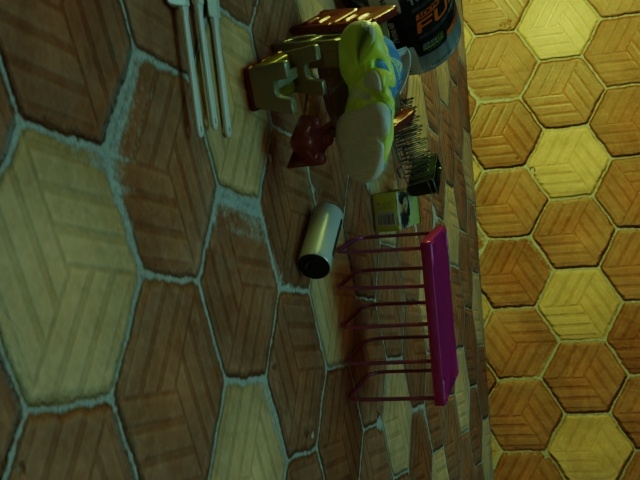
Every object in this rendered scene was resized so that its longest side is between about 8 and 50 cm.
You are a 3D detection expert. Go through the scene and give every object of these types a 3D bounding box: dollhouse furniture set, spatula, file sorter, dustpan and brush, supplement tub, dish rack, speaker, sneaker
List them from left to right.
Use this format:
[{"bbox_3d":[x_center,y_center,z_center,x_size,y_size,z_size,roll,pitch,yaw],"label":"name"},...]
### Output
[{"bbox_3d":[-0.152,-0.248,1.264,0.168,0.019,0.241,-34,119,-77],"label":"spatula"},{"bbox_3d":[-0.005,-0.232,1.590,0.374,0.152,0.201,-39,125,-49],"label":"dollhouse furniture set"},{"bbox_3d":[0.000,0.000,1.630,0.136,0.055,0.055,-75,154,-49],"label":"speaker"},{"bbox_3d":[0.119,-0.281,2.054,0.147,0.060,0.211,-30,157,-33],"label":"dustpan and brush"},{"bbox_3d":[0.089,-0.206,1.511,0.126,0.091,0.240,-4,96,-58],"label":"sneaker"},{"bbox_3d":[0.140,0.135,1.837,0.202,0.182,0.290,-31,116,-73],"label":"file sorter"},{"bbox_3d":[0.158,-0.505,2.025,0.338,0.207,0.207,54,35,-59],"label":"supplement tub"},{"bbox_3d":[0.190,-0.240,2.214,0.208,0.074,0.271,-71,141,-68],"label":"dish rack"}]

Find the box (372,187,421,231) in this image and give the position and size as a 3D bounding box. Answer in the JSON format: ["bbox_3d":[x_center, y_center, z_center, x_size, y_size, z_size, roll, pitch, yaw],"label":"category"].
[{"bbox_3d":[0.169,-0.069,2.204,0.232,0.058,0.087,-23,107,-73],"label":"box"}]
